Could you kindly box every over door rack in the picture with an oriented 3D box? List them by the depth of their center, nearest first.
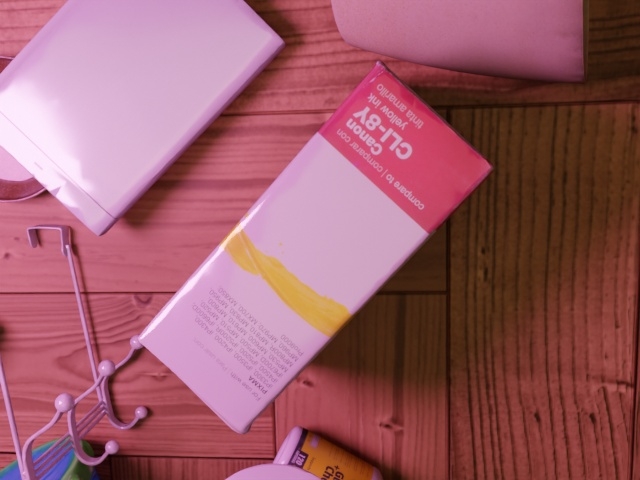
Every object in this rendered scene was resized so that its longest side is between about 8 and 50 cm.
[{"bbox_3d":[-0.330,0.137,0.894,0.108,0.239,0.324,-19,97,9],"label":"over door rack"}]

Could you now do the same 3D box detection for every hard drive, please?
[{"bbox_3d":[-0.251,-0.211,0.906,0.233,0.047,0.353,44,94,-5],"label":"hard drive"}]

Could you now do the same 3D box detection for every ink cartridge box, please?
[{"bbox_3d":[0.000,0.000,0.818,0.160,0.279,0.385,42,100,-1],"label":"ink cartridge box"}]

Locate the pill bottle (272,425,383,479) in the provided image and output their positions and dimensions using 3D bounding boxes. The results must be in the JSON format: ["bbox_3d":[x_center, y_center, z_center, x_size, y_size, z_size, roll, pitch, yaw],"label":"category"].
[{"bbox_3d":[0.021,0.343,0.959,0.184,0.103,0.103,28,101,1],"label":"pill bottle"}]

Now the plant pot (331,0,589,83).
[{"bbox_3d":[0.158,-0.298,0.791,0.274,0.256,0.256,0,99,22],"label":"plant pot"}]

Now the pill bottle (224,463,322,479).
[{"bbox_3d":[-0.047,0.429,0.842,0.210,0.210,0.363,5,138,5],"label":"pill bottle"}]

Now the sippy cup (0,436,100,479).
[{"bbox_3d":[-0.370,0.434,0.965,0.240,0.305,0.224,-35,107,-18],"label":"sippy cup"}]

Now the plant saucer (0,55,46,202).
[{"bbox_3d":[-0.433,-0.153,0.963,0.198,0.036,0.198,1,99,5],"label":"plant saucer"}]
